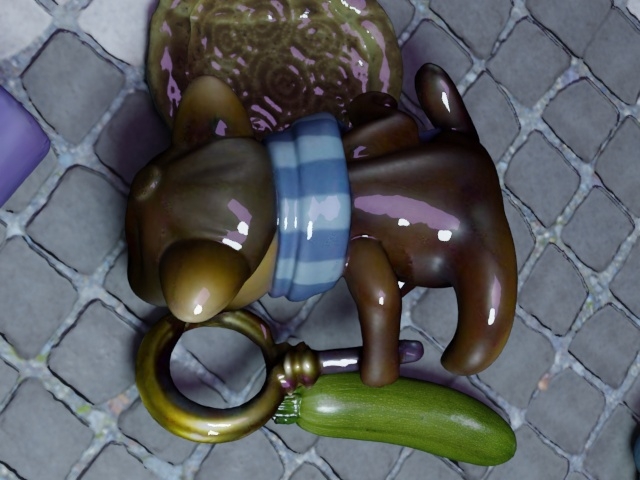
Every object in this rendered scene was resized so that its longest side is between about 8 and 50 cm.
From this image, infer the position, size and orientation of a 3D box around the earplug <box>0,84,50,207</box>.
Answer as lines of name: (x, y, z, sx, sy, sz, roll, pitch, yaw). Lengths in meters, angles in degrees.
earplug: (-0.403, 0.045, 0.856, 0.215, 0.215, 0.456, 38, 76, -18)

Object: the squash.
squash: (0.072, 0.159, 1.133, 0.258, 0.069, 0.069, 15, 81, -23)

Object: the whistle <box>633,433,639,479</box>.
whistle: (0.380, 0.296, 1.248, 0.180, 0.093, 0.269, -23, 97, 1)

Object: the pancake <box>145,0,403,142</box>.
pancake: (-0.038, -0.147, 1.120, 0.250, 0.031, 0.250, 1, 87, -25)

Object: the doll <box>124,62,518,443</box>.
doll: (-0.001, 0.001, 1.039, 0.340, 0.209, 0.318, 0, 76, -23)
